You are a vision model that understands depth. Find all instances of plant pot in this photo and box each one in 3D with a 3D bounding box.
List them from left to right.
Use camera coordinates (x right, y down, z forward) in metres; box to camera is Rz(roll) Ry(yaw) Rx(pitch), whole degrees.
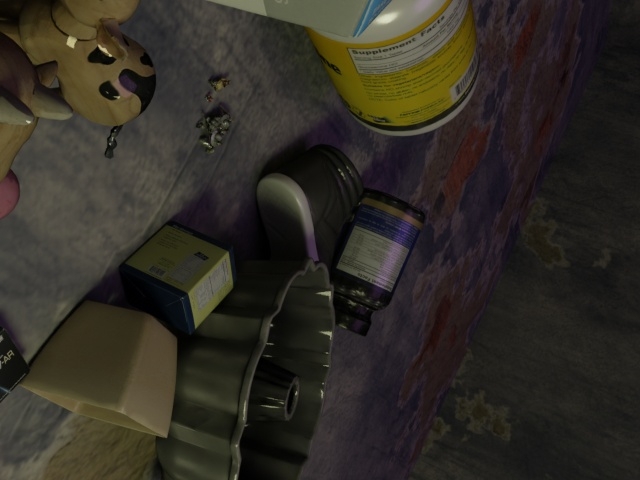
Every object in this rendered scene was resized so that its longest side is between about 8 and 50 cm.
[{"bbox_3d":[-0.196,0.119,0.742,0.109,0.109,0.096,66,38,-61],"label":"plant pot"}]

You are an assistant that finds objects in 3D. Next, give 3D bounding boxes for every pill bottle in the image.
[{"bbox_3d":[0.072,0.035,1.246,0.219,0.123,0.123,-66,158,-2],"label":"pill bottle"},{"bbox_3d":[0.072,-0.267,0.871,0.187,0.188,0.334,-64,158,-10],"label":"pill bottle"}]

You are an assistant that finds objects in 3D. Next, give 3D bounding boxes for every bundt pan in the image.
[{"bbox_3d":[-0.088,0.171,0.914,0.331,0.124,0.330,11,90,-74],"label":"bundt pan"}]

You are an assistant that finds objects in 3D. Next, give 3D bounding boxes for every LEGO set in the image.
[{"bbox_3d":[-0.105,-0.127,0.813,0.054,0.024,0.083,-45,149,-44],"label":"LEGO set"}]

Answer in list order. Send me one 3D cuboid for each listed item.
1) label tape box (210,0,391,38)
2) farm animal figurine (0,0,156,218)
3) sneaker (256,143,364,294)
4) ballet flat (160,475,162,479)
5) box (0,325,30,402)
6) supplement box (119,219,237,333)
[{"bbox_3d":[0.029,-0.261,0.560,0.249,0.348,0.115,-52,154,-34],"label":"label tape box"},{"bbox_3d":[-0.188,-0.116,0.383,0.330,0.172,0.326,-60,153,-52],"label":"farm animal figurine"},{"bbox_3d":[0.000,0.000,1.065,0.147,0.105,0.295,-44,144,-35],"label":"sneaker"},{"bbox_3d":[-0.158,0.283,1.028,0.213,0.068,0.072,-23,142,-53],"label":"ballet flat"},{"bbox_3d":[-0.284,0.117,0.640,0.083,0.018,0.067,-52,154,-34],"label":"box"},{"bbox_3d":[-0.144,0.036,0.799,0.083,0.083,0.056,-49,151,-38],"label":"supplement box"}]
